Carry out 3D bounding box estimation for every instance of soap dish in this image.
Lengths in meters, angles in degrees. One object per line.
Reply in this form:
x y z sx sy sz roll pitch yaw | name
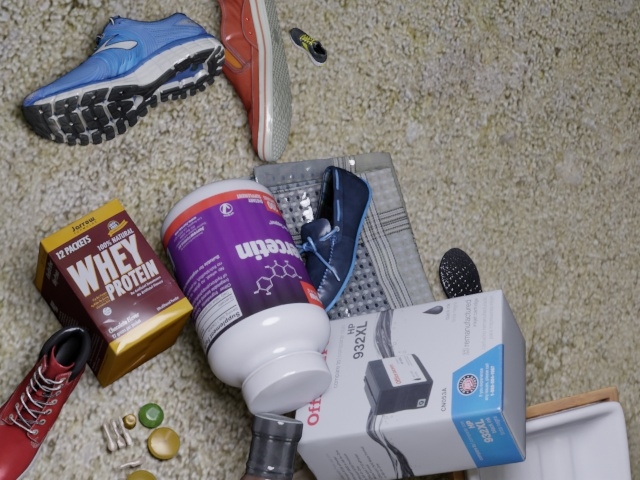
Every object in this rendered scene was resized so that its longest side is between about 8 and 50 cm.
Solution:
0.323 0.355 1.912 0.291 0.118 0.229 -10 97 -19 | soap dish

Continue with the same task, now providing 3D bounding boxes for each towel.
0.018 0.015 2.019 0.312 0.056 0.324 -11 73 -20 | towel

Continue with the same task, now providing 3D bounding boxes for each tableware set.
-0.250 0.317 1.845 0.104 0.024 0.154 -18 75 -25 | tableware set

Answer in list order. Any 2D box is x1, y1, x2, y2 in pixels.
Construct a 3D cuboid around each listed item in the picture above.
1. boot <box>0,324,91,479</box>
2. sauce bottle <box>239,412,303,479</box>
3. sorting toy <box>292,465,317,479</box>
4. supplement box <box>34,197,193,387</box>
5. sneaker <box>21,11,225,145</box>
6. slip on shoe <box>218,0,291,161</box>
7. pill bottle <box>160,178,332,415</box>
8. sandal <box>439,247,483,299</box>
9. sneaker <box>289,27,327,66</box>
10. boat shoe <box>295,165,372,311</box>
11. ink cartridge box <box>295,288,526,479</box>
-0.400 0.231 1.748 0.088 0.176 0.244 32 66 -5 | boot
-0.087 0.409 1.715 0.111 0.111 0.344 9 88 -13 | sauce bottle
-0.040 0.449 1.843 0.348 0.047 0.196 -23 82 -22 | sorting toy
-0.303 0.079 1.825 0.129 0.191 0.194 -32 81 -23 | supplement box
-0.323 -0.264 2.005 0.330 0.129 0.147 -26 60 -21 | sneaker
-0.113 -0.282 2.076 0.101 0.123 0.331 -13 76 12 | slip on shoe
-0.100 0.082 1.813 0.181 0.181 0.323 -14 60 -21 | pill bottle
0.238 0.099 2.067 0.067 0.040 0.179 -25 93 -18 | sandal
-0.017 -0.335 2.153 0.083 0.035 0.031 44 64 3 | sneaker
0.000 0.000 1.948 0.089 0.109 0.258 35 47 -26 | boat shoe
0.130 0.214 1.817 0.307 0.129 0.223 -12 44 20 | ink cartridge box
